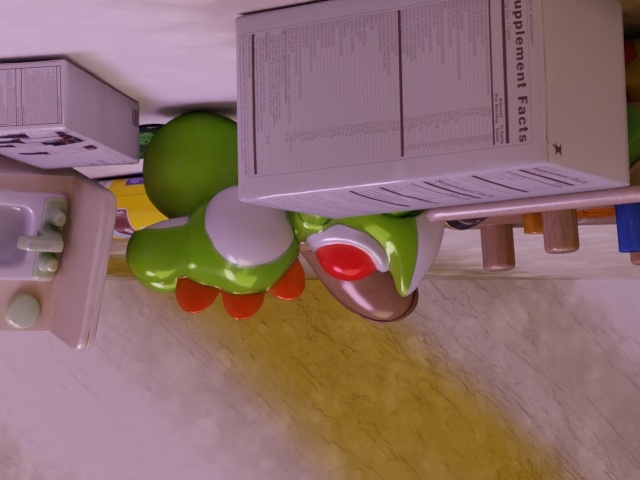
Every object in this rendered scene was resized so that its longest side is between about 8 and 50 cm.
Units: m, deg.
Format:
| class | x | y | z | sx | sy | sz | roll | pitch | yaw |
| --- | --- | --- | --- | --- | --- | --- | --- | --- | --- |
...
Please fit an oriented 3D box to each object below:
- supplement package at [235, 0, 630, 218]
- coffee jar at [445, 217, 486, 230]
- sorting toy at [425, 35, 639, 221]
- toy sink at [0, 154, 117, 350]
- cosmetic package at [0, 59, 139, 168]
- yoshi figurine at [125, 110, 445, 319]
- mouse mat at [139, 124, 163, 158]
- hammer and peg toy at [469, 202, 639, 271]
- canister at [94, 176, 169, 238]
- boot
| class | x | y | z | sx | sy | sz | roll | pitch | yaw |
| --- | --- | --- | --- | --- | --- | --- | --- | --- | --- |
| supplement package | 0.077 | -0.097 | 1.294 | 0.244 | 0.139 | 0.134 | -5 | 172 | 33 |
| coffee jar | 0.118 | -0.053 | 1.995 | 0.079 | 0.096 | 0.184 | -41 | -167 | -24 |
| sorting toy | 0.189 | -0.094 | 1.386 | 0.193 | 0.038 | 0.208 | -6 | -142 | 33 |
| toy sink | -0.305 | -0.002 | 1.709 | 0.131 | 0.153 | 0.234 | 2 | -164 | -34 |
| cosmetic package | -0.227 | -0.101 | 1.554 | 0.098 | 0.060 | 0.239 | -1 | 176 | 9 |
| yoshi figurine | -0.012 | -0.067 | 1.703 | 0.362 | 0.204 | 0.203 | -16 | -145 | -1 |
| mouse mat | -0.187 | -0.098 | 1.897 | 0.189 | 0.007 | 0.152 | -7 | 172 | 38 |
| hammer and peg toy | 0.360 | -0.046 | 2.018 | 0.361 | 0.127 | 0.266 | -2 | 174 | -15 |
| canister | -0.182 | -0.040 | 2.170 | 0.170 | 0.073 | 0.126 | -4 | 174 | 33 |
| boot | 0.000 | 0.000 | 1.987 | 0.236 | 0.089 | 0.269 | 43 | -177 | 7 |
